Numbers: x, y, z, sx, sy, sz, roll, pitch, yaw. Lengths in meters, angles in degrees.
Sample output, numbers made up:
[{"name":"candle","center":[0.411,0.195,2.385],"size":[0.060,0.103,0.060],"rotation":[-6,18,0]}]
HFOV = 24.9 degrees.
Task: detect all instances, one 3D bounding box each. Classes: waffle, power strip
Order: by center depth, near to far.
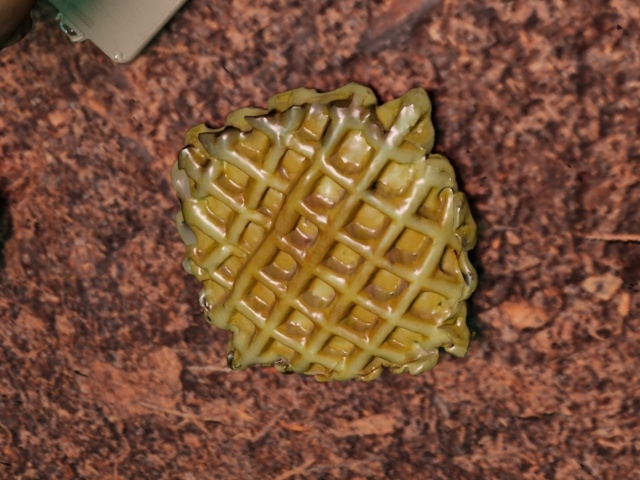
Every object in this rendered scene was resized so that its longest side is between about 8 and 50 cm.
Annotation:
[{"name":"power strip","center":[-0.096,-0.184,0.857],"size":[0.081,0.035,0.192],"rotation":[42,127,-10]},{"name":"waffle","center":[0.000,0.000,0.936],"size":[0.214,0.054,0.208],"rotation":[-3,118,26]}]

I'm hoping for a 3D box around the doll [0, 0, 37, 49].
[{"name":"doll","center":[-0.271,-0.217,0.751],"size":[0.349,0.247,0.247],"rotation":[23,135,43]}]
